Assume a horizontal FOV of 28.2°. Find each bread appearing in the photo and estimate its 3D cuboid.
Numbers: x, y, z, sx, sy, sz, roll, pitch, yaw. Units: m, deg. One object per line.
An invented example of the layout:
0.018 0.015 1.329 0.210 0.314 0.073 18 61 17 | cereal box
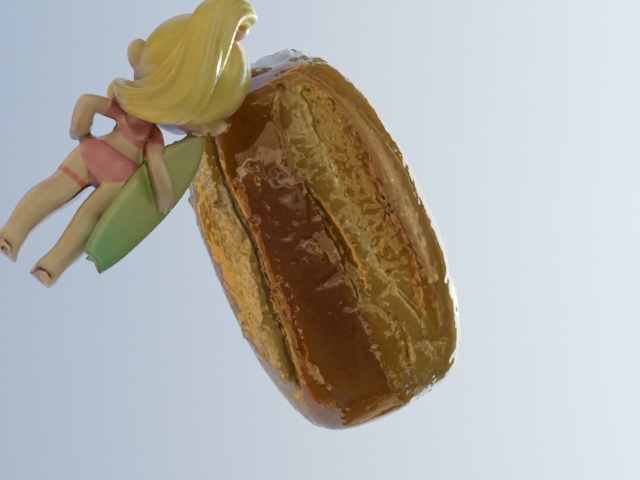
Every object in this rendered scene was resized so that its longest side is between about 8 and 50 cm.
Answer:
0.000 0.000 0.801 0.140 0.106 0.236 -25 -80 -2 | bread

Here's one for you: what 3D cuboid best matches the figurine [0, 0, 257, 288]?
-0.099 -0.056 0.689 0.083 0.083 0.187 44 -104 -9 | figurine
